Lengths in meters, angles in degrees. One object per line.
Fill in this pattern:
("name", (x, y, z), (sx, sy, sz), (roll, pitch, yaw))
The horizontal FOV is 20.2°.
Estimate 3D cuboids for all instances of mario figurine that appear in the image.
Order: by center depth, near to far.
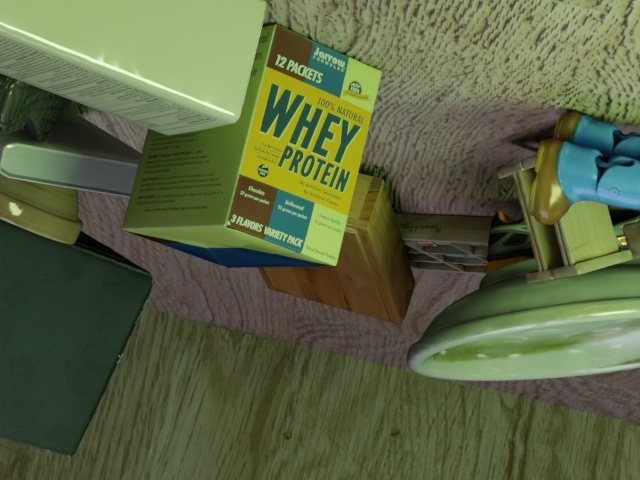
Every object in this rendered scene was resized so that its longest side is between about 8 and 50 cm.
("mario figurine", (0.361, -0.016, 1.687), (0.320, 0.198, 0.170), (13, 158, 22))

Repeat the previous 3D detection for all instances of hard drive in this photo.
("hard drive", (-0.319, -0.115, 2.071), (0.203, 0.040, 0.307), (9, -168, -30))

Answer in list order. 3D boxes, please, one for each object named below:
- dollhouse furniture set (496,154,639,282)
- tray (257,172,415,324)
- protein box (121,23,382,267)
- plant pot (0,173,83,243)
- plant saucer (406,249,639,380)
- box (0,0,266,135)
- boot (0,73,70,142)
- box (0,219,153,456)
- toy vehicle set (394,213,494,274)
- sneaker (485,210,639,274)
("dollhouse furniture set", (0.304, -0.042, 1.884), (0.183, 0.129, 0.129), (-15, 179, -20))
("tray", (0.000, 0.000, 2.355), (0.203, 0.076, 0.411), (15, 163, 13))
("protein box", (-0.069, -0.088, 1.786), (0.136, 0.201, 0.200), (21, 167, -34))
("plant pot", (-0.406, -0.092, 2.351), (0.237, 0.110, 0.237), (24, -179, -1))
("plant saucer", (0.295, 0.083, 2.094), (0.400, 0.100, 0.400), (-5, 166, -1))
("box", (-0.220, -0.202, 1.599), (0.311, 0.121, 0.148), (20, 167, -31))
("boot", (-0.365, -0.205, 1.841), (0.223, 0.118, 0.338), (29, 180, 2))
("box", (-0.578, 0.037, 2.504), (0.480, 0.297, 0.472), (23, -179, -40))
("toy vehicle set", (0.184, 0.006, 2.407), (0.267, 0.035, 0.166), (3, 165, 44))
("sneaker", (0.289, -0.009, 2.104), (0.215, 0.083, 0.084), (-10, 165, 23))
